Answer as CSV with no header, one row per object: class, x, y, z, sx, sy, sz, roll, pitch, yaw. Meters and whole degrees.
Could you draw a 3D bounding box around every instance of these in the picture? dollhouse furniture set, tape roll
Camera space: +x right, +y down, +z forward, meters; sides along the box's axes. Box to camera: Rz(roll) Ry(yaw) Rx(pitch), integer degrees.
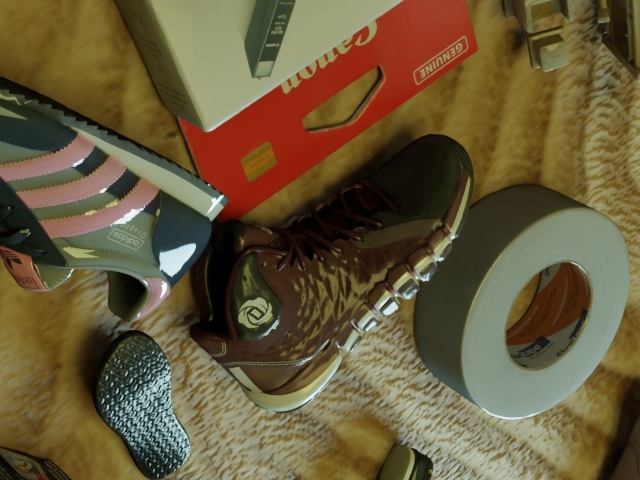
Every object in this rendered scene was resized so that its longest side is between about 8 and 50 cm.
dollhouse furniture set,0.249,-0.178,1.328,0.161,0.101,0.182,-15,123,-4
tape roll,0.196,0.059,1.390,0.219,0.072,0.219,-18,122,-31

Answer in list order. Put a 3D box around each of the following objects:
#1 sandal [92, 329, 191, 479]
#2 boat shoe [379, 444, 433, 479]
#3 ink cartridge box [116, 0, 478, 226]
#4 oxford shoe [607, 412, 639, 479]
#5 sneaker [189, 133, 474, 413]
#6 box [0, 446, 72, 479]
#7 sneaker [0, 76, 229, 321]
sandal,-0.151,0.133,1.179,0.067,0.040,0.179,-31,142,-17
boat shoe,0.067,0.264,1.404,0.042,0.049,0.133,28,88,-35
ink cartridge box,0.008,-0.175,1.131,0.296,0.066,0.261,-36,128,-19
oxford shoe,0.348,0.335,1.615,0.133,0.130,0.363,-7,115,-30
sneaker,0.000,0.000,1.186,0.281,0.106,0.162,-53,130,-4
box,-0.270,0.291,1.069,0.142,0.163,0.247,25,94,-45
sneaker,-0.202,-0.033,1.000,0.319,0.112,0.131,27,90,-42
